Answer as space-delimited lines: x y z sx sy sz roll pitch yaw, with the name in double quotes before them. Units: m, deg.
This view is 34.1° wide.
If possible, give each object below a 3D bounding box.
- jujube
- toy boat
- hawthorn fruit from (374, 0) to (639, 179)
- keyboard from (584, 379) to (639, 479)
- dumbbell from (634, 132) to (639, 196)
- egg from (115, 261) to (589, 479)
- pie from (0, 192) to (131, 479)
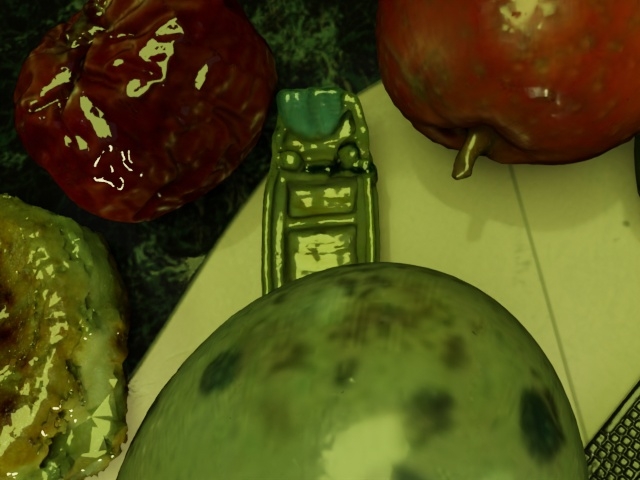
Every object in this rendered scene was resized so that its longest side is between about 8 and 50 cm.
"jujube" -0.160 -0.139 0.964 0.232 0.213 0.213 -39 75 6
"toy boat" 0.001 0.000 0.970 0.111 0.084 0.276 -2 82 7
"hawthorn fruit" 0.174 -0.184 0.875 0.275 0.275 0.299 21 84 14
"keyboard" 0.260 0.193 0.904 0.061 0.013 0.204 39 92 23
"dumbbell" 0.427 -0.078 0.888 0.302 0.108 0.121 -3 78 10
"egg" 0.020 0.210 0.758 0.345 0.428 0.345 12 40 -10
"pie" -0.338 0.100 1.000 0.355 0.103 0.288 14 76 15
